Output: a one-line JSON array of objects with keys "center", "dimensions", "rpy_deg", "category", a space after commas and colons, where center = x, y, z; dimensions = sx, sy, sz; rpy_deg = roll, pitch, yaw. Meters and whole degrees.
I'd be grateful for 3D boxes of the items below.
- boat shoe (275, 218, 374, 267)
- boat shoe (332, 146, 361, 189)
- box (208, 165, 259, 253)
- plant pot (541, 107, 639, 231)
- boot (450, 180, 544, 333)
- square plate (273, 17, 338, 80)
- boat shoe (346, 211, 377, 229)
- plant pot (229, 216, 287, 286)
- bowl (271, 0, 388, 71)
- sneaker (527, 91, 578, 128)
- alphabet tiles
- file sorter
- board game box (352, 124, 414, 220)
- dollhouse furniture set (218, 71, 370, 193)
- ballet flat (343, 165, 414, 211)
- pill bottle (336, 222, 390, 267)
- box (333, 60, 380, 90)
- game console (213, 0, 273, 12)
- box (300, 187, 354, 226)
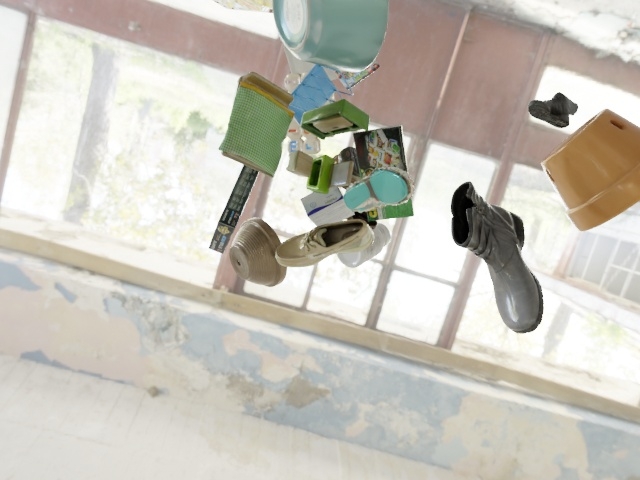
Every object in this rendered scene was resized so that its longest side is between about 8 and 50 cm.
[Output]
[{"center": [0.000, 0.000, 1.469], "dimensions": [0.301, 0.109, 0.098], "rpy_deg": [-12, 152, 15], "category": "boat shoe"}, {"center": [0.146, -0.183, 1.633], "dimensions": [0.119, 0.123, 0.323], "rpy_deg": [-27, 135, 36], "category": "boat shoe"}, {"center": [-0.246, -0.092, 1.441], "dimensions": [0.051, 0.221, 0.175], "rpy_deg": [23, 150, -11], "category": "box"}, {"center": [0.709, -0.192, 1.285], "dimensions": [0.203, 0.291, 0.291], "rpy_deg": [49, -167, 7], "category": "plant pot"}, {"center": [0.395, 0.041, 1.190], "dimensions": [0.222, 0.339, 0.118], "rpy_deg": [23, 139, -34], "category": "boot"}, {"center": [0.022, -0.789, 1.994], "dimensions": [0.343, 0.347, 0.049], "rpy_deg": [-18, -130, 2], "category": "square plate"}, {"center": [0.118, -0.105, 1.858], "dimensions": [0.206, 0.073, 0.073], "rpy_deg": [26, 175, -4], "category": "boat shoe"}, {"center": [-0.221, 0.052, 1.648], "dimensions": [0.109, 0.238, 0.237], "rpy_deg": [-23, -149, -35], "category": "plant pot"}, {"center": [0.000, -0.534, 1.152], "dimensions": [0.163, 0.312, 0.311], "rpy_deg": [-18, -156, -26], "category": "bowl"}, {"center": [0.625, -0.362, 1.361], "dimensions": [0.170, 0.089, 0.051], "rpy_deg": [19, 162, -23], "category": "sneaker"}, {"center": [-0.062, -0.451, 1.809], "dimensions": [0.277, 0.285, 0.021], "rpy_deg": [5, -168, 32], "category": "alphabet tiles"}, {"center": [-0.002, -0.426, 1.530], "dimensions": [0.104, 0.170, 0.118], "rpy_deg": [31, 170, 40], "category": "file sorter"}, {"center": [0.178, -0.183, 1.413], "dimensions": [0.136, 0.260, 0.030], "rpy_deg": [-6, -158, 15], "category": "board game box"}, {"center": [-0.051, -0.242, 1.153], "dimensions": [0.301, 0.198, 0.151], "rpy_deg": [20, 166, -42], "category": "dollhouse furniture set"}, {"center": [0.135, -0.115, 1.086], "dimensions": [0.077, 0.091, 0.241], "rpy_deg": [-23, -172, -28], "category": "ballet flat"}, {"center": [0.172, 0.010, 1.964], "dimensions": [0.131, 0.131, 0.229], "rpy_deg": [21, -150, 32], "category": "pill bottle"}, {"center": [0.130, -0.662, 1.932], "dimensions": [0.114, 0.036, 0.207], "rpy_deg": [49, 157, -13], "category": "box"}, {"center": [-0.262, -0.698, 1.326], "dimensions": [0.341, 0.060, 0.386], "rpy_deg": [22, -170, 33], "category": "game console"}, {"center": [0.023, -0.106, 1.598], "dimensions": [0.072, 0.126, 0.137], "rpy_deg": [67, -171, 25], "category": "box"}]
